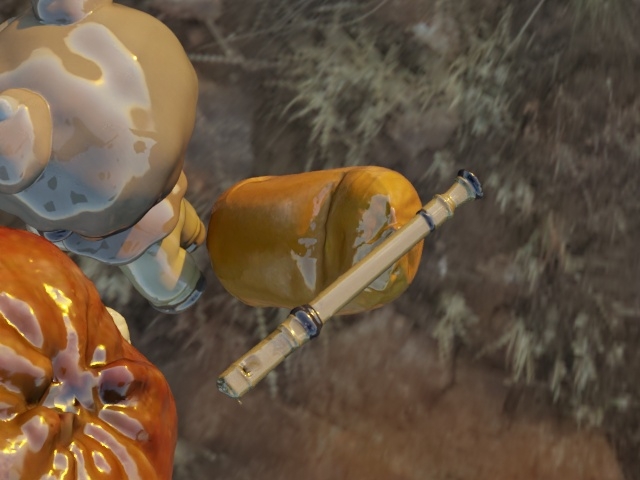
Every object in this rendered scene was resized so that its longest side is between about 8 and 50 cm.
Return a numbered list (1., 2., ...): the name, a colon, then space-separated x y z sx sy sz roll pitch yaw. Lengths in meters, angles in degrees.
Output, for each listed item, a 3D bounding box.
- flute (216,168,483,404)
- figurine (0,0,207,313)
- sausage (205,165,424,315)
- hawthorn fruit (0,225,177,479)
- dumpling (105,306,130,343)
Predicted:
1. flute: 0.021 0.030 1.233 0.233 0.027 0.027 -40 96 -17
2. figurine: -0.195 -0.072 1.656 0.203 0.380 0.248 11 62 23
3. sausage: 0.004 0.001 1.635 0.116 0.354 0.134 17 84 -26
4. hawthorn fruit: -0.209 0.116 0.999 0.262 0.258 0.258 6 108 33
5. dumpling: -0.143 0.072 1.211 0.057 0.052 0.076 33 146 2
